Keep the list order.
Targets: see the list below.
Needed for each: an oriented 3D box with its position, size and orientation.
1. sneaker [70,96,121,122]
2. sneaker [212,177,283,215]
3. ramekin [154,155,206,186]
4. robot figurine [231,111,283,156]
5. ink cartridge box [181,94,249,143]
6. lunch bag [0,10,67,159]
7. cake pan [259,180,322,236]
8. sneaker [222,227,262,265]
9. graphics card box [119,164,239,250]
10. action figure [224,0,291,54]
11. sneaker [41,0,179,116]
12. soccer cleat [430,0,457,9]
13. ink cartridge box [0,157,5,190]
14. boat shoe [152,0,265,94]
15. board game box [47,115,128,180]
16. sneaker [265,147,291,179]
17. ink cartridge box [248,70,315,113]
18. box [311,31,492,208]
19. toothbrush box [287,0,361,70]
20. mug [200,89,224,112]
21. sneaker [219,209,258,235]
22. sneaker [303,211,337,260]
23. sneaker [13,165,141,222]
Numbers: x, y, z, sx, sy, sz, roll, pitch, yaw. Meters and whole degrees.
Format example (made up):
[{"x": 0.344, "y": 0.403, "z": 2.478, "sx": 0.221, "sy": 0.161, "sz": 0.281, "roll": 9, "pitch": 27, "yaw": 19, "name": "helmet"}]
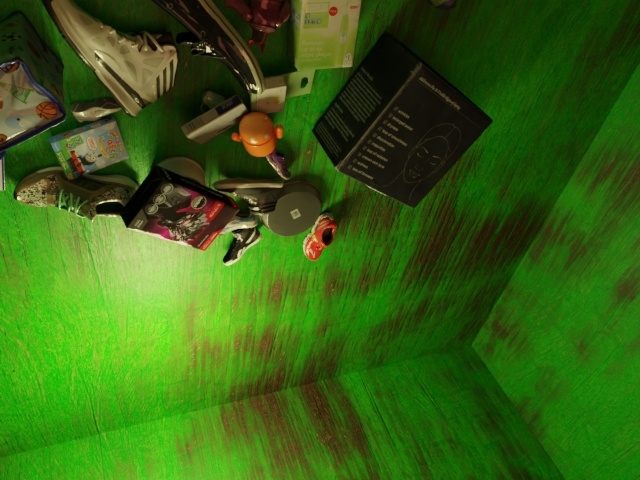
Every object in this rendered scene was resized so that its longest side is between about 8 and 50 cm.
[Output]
[{"x": -0.721, "y": -0.421, "z": 1.652, "sx": 0.152, "sy": 0.053, "sz": 0.061, "roll": -13, "pitch": 154, "yaw": -16, "name": "sneaker"}, {"x": -0.292, "y": -0.171, "z": 2.058, "sx": 0.296, "sy": 0.105, "sz": 0.146, "roll": -2, "pitch": 111, "yaw": -31, "name": "sneaker"}, {"x": -0.530, "y": -0.204, "z": 1.920, "sx": 0.207, "sy": 0.109, "sz": 0.207, "roll": -15, "pitch": 136, "yaw": -15, "name": "ramekin"}, {"x": -0.228, "y": -0.385, "z": 1.856, "sx": 0.128, "sy": 0.158, "sz": 0.219, "roll": -63, "pitch": 174, "yaw": -12, "name": "robot figurine"}, {"x": -0.358, "y": -0.418, "z": 1.780, "sx": 0.223, "sy": 0.224, "sz": 0.045, "roll": -30, "pitch": 94, "yaw": 0, "name": "ink cartridge box"}, {"x": -0.906, "y": -0.385, "z": 1.378, "sx": 0.386, "sy": 0.327, "sz": 0.238, "roll": -28, "pitch": 137, "yaw": -2, "name": "lunch bag"}, {"x": -0.122, "y": -0.130, "z": 2.254, "sx": 0.293, "sy": 0.054, "sz": 0.293, "roll": -15, "pitch": 136, "yaw": -15, "name": "cake pan"}, {"x": -0.374, "y": 0.005, "z": 2.244, "sx": 0.217, "sy": 0.079, "sz": 0.121, "roll": -42, "pitch": 134, "yaw": 3, "name": "sneaker"}, {"x": -0.501, "y": -0.106, "z": 1.858, "sx": 0.233, "sy": 0.094, "sz": 0.371, "roll": -47, "pitch": 144, "yaw": 14, "name": "graphics card box"}, {"x": -0.146, "y": -0.734, "z": 1.498, "sx": 0.248, "sy": 0.276, "sz": 0.370, "roll": -8, "pitch": 121, "yaw": -30, "name": "action figure"}, {"x": -0.584, "y": -0.595, "z": 1.494, "sx": 0.258, "sy": 0.169, "sz": 0.447, "roll": -36, "pitch": 147, "yaw": -4, "name": "sneaker"}, {"x": 0.468, "y": -0.939, "z": 1.742, "sx": 0.121, "sy": 0.093, "sz": 0.289, "roll": 9, "pitch": 126, "yaw": -26, "name": "soccer cleat"}, {"x": -1.181, "y": -0.247, "z": 1.560, "sx": 0.371, "sy": 0.069, "sz": 0.175, "roll": 2, "pitch": 129, "yaw": -27, "name": "ink cartridge box"}, {"x": -0.352, "y": -0.618, "z": 1.523, "sx": 0.156, "sy": 0.187, "sz": 0.500, "roll": -45, "pitch": 127, "yaw": -2, "name": "boat shoe"}, {"x": -0.767, "y": -0.307, "z": 1.701, "sx": 0.212, "sy": 0.039, "sz": 0.160, "roll": -29, "pitch": 145, "yaw": -23, "name": "board game box"}, {"x": -0.160, "y": -0.310, "z": 2.048, "sx": 0.071, "sy": 0.068, "sz": 0.170, "roll": -38, "pitch": 137, "yaw": 2, "name": "sneaker"}, {"x": -0.133, "y": -0.520, "z": 1.796, "sx": 0.235, "sy": 0.056, "sz": 0.171, "roll": -12, "pitch": 168, "yaw": -11, "name": "ink cartridge box"}, {"x": 0.315, "y": -0.446, "z": 1.993, "sx": 0.480, "sy": 0.297, "sz": 0.471, "roll": 20, "pitch": 121, "yaw": -40, "name": "box"}, {"x": 0.010, "y": -0.724, "z": 1.686, "sx": 0.206, "sy": 0.122, "sz": 0.283, "roll": -11, "pitch": 134, "yaw": -20, "name": "toothbrush box"}, {"x": -0.378, "y": -0.479, "z": 1.763, "sx": 0.064, "sy": 0.062, "sz": 0.078, "roll": 29, "pitch": 83, "yaw": -35, "name": "mug"}, {"x": -0.385, "y": -0.076, "z": 2.158, "sx": 0.237, "sy": 0.085, "sz": 0.086, "roll": -15, "pitch": 106, "yaw": -7, "name": "sneaker"}, {"x": 0.000, "y": 0.000, "z": 2.400, "sx": 0.107, "sy": 0.118, "sz": 0.279, "roll": 0, "pitch": 131, "yaw": -28, "name": "sneaker"}, {"x": -0.826, "y": -0.142, "z": 1.766, "sx": 0.411, "sy": 0.182, "sz": 0.158, "roll": -1, "pitch": 132, "yaw": -27, "name": "sneaker"}]
